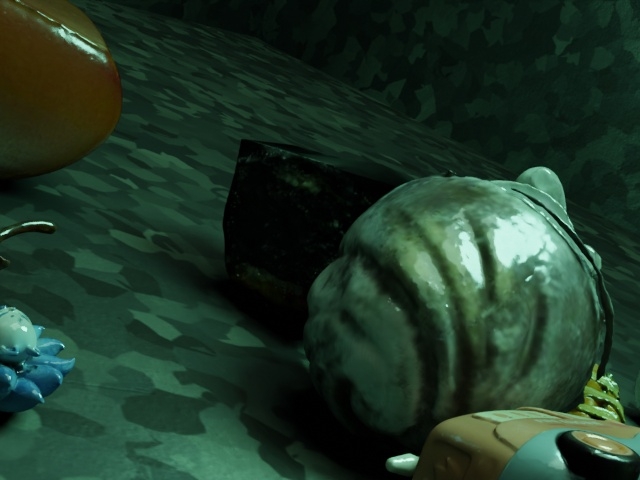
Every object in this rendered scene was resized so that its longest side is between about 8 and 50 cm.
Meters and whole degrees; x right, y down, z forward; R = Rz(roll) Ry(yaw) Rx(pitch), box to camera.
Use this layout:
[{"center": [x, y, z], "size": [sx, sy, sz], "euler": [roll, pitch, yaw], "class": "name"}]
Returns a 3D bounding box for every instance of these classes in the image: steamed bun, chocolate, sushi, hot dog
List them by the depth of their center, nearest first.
[{"center": [0.108, 0.105, 1.215], "size": [0.303, 0.303, 0.213], "euler": [29, 37, 23], "class": "chocolate"}, {"center": [-0.001, 0.000, 1.488], "size": [0.227, 0.212, 0.215], "euler": [17, 3, 18], "class": "sushi"}, {"center": [-0.441, -0.213, 1.495], "size": [0.379, 0.248, 0.235], "euler": [28, 13, -31], "class": "steamed bun"}, {"center": [0.321, 0.204, 1.530], "size": [0.109, 0.072, 0.269], "euler": [28, 16, 10], "class": "hot dog"}]

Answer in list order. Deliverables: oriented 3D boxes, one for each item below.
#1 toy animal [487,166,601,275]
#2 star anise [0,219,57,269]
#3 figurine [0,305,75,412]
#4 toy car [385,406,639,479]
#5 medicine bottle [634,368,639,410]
[{"center": [0.309, 0.043, 1.857], "size": [0.206, 0.271, 0.265], "euler": [-2, -13, 9], "class": "toy animal"}, {"center": [-0.351, 0.003, 1.175], "size": [0.234, 0.073, 0.177], "euler": [-1, 15, -22], "class": "star anise"}, {"center": [-0.249, 0.097, 1.000], "size": [0.114, 0.079, 0.114], "euler": [26, 8, -4], "class": "figurine"}, {"center": [0.196, 0.228, 1.057], "size": [0.270, 0.180, 0.212], "euler": [10, 9, -40], "class": "toy car"}, {"center": [0.556, 0.235, 1.605], "size": [0.157, 0.157, 0.289], "euler": [12, 18, -37], "class": "medicine bottle"}]
